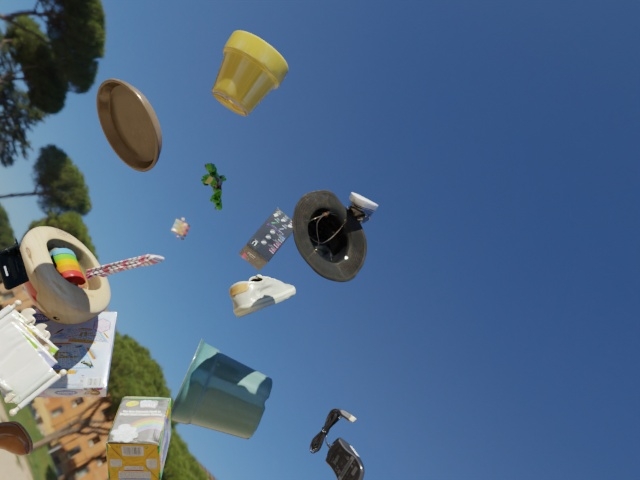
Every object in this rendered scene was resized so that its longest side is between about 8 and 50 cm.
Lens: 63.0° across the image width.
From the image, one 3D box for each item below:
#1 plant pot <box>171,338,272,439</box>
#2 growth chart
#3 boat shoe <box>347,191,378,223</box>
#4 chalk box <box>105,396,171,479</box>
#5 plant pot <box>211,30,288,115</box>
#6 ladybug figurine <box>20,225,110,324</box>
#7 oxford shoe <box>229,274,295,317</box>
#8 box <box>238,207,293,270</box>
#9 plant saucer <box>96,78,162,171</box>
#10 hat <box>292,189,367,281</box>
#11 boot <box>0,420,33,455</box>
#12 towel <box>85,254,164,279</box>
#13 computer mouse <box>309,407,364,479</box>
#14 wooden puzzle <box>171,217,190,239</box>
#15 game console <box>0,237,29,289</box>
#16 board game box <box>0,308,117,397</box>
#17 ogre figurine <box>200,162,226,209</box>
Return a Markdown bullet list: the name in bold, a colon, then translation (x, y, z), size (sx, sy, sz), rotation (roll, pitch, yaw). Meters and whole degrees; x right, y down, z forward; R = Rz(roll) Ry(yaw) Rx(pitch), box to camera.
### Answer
- **plant pot**: translation (-0.391, 0.615, 2.091), size (0.333, 0.341, 0.341), rotation (24, -36, -8)
- **growth chart**: translation (-0.737, 0.278, 1.276), size (0.237, 0.172, 0.021), rotation (54, -29, 2)
- **boat shoe**: translation (0.145, -0.108, 1.945), size (0.108, 0.102, 0.301), rotation (28, 2, 5)
- **chalk box**: translation (-0.469, 0.504, 1.382), size (0.213, 0.132, 0.132), rotation (-100, -165, -66)
- **plant pot**: translation (-0.287, -0.621, 1.995), size (0.253, 0.239, 0.254), rotation (30, -6, 3)
- **ladybug figurine**: translation (-0.909, 0.127, 1.826), size (0.162, 0.305, 0.449), rotation (-47, -128, 10)
- **oxford shoe**: translation (-0.215, 0.194, 2.011), size (0.169, 0.449, 0.130), rotation (-25, -96, 16)
- **box**: translation (-0.261, -0.006, 2.617), size (0.143, 0.270, 0.165), rotation (40, -30, -5)
- **plant saucer**: translation (-0.558, -0.338, 1.538), size (0.277, 0.041, 0.278), rotation (22, -52, 30)
- **hat**: translation (0.000, 0.000, 1.790), size (0.133, 0.331, 0.332), rotation (-23, -90, 45)
- **boot**: translation (-1.130, 0.666, 1.730), size (0.283, 0.220, 0.109), rotation (36, -78, 5)
- **towel**: translation (-0.569, 0.078, 1.534), size (0.144, 0.196, 0.029), rotation (119, -43, -87)
- **computer mouse**: translation (0.086, 0.661, 1.676), size (0.060, 0.184, 0.262), rotation (33, -6, -35)
- **wooden puzzle**: translation (-0.446, -0.039, 1.665), size (0.049, 0.083, 0.006), rotation (27, -41, -16)
- **game console**: translation (-0.921, 0.069, 1.557), size (0.071, 0.107, 0.122), rotation (8, -64, 27)
- **board game box**: translation (-0.895, 0.389, 1.823), size (0.318, 0.318, 0.066), rotation (-101, -158, -43)
- **ogre figurine**: translation (-0.435, -0.234, 2.147), size (0.197, 0.096, 0.118), rotation (59, 8, -27)
